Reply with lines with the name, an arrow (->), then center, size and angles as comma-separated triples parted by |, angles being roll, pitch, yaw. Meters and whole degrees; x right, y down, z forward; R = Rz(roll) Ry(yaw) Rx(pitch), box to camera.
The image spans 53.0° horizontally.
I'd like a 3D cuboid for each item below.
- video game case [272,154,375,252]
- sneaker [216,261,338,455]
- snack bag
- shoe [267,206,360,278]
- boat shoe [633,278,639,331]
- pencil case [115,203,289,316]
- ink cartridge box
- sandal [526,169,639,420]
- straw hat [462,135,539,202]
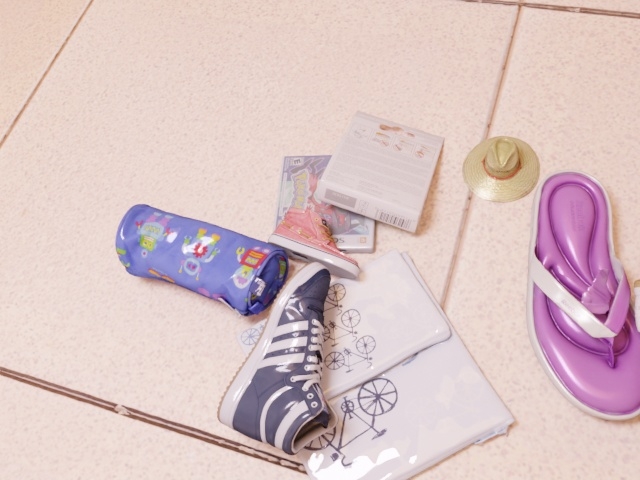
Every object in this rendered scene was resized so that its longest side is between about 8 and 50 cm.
video game case -> 0.010, -0.070, 1.169 | 0.184, 0.023, 0.201 | 0, 62, 11
sneaker -> -0.020, 0.177, 0.954 | 0.153, 0.099, 0.282 | 22, 74, 29
snack bag -> 0.072, 0.213, 0.999 | 0.323, 0.037, 0.342 | -27, 61, -5
shoe -> 0.000, 0.000, 1.081 | 0.178, 0.063, 0.081 | 20, 71, 29
boat shoe -> 0.587, 0.121, 0.919 | 0.277, 0.098, 0.096 | 9, 83, 6
pencil case -> -0.207, 0.035, 1.100 | 0.306, 0.119, 0.133 | 18, 69, 19
ink cartridge box -> 0.113, -0.130, 1.157 | 0.181, 0.056, 0.224 | 19, 46, 6
sandal -> 0.395, 0.060, 0.980 | 0.170, 0.102, 0.416 | -6, 61, 8
straw hat -> 0.319, -0.144, 1.128 | 0.145, 0.061, 0.144 | -4, 61, 8
